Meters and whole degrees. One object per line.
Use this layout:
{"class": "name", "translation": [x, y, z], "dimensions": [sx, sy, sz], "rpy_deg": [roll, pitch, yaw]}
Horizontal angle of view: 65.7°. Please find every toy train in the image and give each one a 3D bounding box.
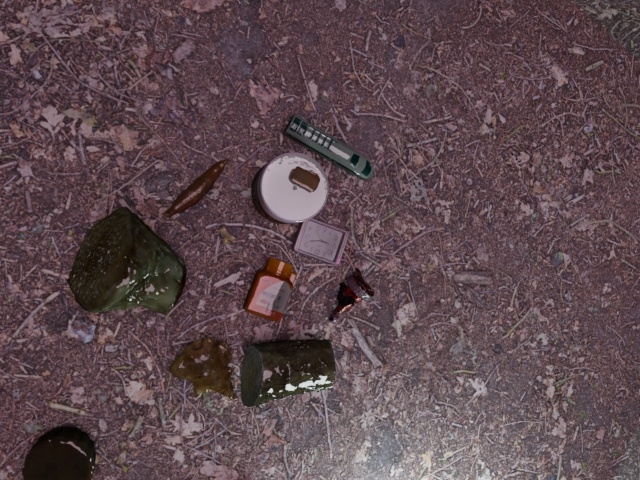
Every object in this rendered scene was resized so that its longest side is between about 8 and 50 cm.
{"class": "toy train", "translation": [0.052, -0.363, 1.968], "dimensions": [0.407, 0.088, 0.086], "rpy_deg": [27, 83, -15]}

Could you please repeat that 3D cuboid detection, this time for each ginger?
{"class": "ginger", "translation": [-0.404, 0.482, 1.836], "dimensions": [0.270, 0.123, 0.219], "rpy_deg": [44, 83, -22]}

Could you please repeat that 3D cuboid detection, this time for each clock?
{"class": "clock", "translation": [0.000, 0.000, 1.970], "dimensions": [0.197, 0.063, 0.150], "rpy_deg": [20, 86, -15]}

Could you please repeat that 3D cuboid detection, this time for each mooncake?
{"class": "mooncake", "translation": [-0.888, 0.759, 1.700], "dimensions": [0.228, 0.124, 0.228], "rpy_deg": [-2, 96, -14]}

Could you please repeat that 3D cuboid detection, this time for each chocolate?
{"class": "chocolate", "translation": [-0.053, -0.215, 1.721], "dimensions": [0.101, 0.031, 0.064], "rpy_deg": [22, 102, -11]}

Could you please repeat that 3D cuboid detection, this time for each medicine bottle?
{"class": "medicine bottle", "translation": [-0.189, 0.183, 1.893], "dimensions": [0.149, 0.112, 0.222], "rpy_deg": [22, 85, -15]}
{"class": "medicine bottle", "translation": [-0.120, -0.188, 1.843], "dimensions": [0.253, 0.241, 0.252], "rpy_deg": [0, 90, -17]}

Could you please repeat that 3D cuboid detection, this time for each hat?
{"class": "hat", "translation": [0.109, 0.234, 1.996], "dimensions": [0.227, 0.129, 0.140], "rpy_deg": [-48, 61, 6]}

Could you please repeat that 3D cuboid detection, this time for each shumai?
{"class": "shumai", "translation": [-0.629, 0.103, 1.696], "dimensions": [0.324, 0.397, 0.323], "rpy_deg": [-48, 134, 9]}

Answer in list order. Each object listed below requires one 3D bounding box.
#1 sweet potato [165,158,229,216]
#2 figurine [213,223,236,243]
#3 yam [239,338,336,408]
{"class": "sweet potato", "translation": [-0.449, -0.189, 1.841], "dimensions": [0.314, 0.066, 0.072], "rpy_deg": [-44, 108, -14]}
{"class": "figurine", "translation": [-0.363, -0.020, 1.881], "dimensions": [0.050, 0.047, 0.083], "rpy_deg": [-39, 108, 3]}
{"class": "yam", "translation": [-0.119, 0.486, 1.858], "dimensions": [0.348, 0.241, 0.241], "rpy_deg": [-4, 92, -21]}
